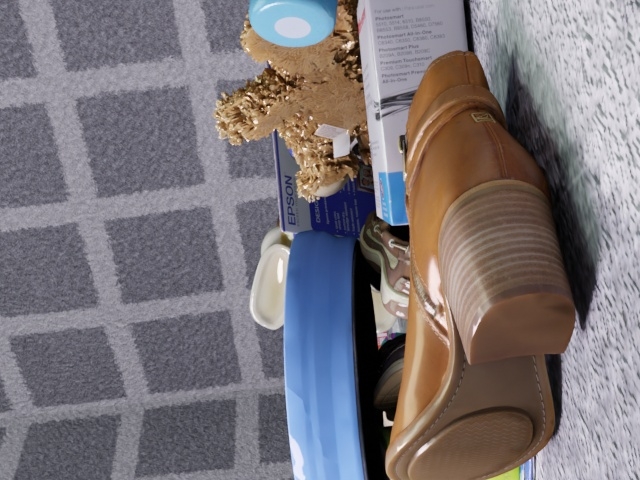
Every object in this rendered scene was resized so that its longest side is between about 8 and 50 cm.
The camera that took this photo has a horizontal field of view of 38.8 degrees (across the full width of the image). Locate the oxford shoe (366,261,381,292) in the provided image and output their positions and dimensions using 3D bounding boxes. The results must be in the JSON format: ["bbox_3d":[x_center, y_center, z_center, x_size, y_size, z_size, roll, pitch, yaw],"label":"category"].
[{"bbox_3d":[0.077,-0.077,1.539,0.130,0.123,0.348,-112,5,-76],"label":"oxford shoe"}]

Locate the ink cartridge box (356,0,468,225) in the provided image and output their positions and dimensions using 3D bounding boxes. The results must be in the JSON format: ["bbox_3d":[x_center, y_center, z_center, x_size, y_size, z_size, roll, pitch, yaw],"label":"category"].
[{"bbox_3d":[0.085,-0.121,0.814,0.148,0.085,0.203,-92,-3,-85],"label":"ink cartridge box"}]

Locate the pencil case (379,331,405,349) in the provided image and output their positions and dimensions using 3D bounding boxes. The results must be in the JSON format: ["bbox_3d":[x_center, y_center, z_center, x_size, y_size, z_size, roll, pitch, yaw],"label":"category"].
[{"bbox_3d":[0.128,0.195,1.444,0.070,0.064,0.152,58,-176,-10],"label":"pencil case"}]

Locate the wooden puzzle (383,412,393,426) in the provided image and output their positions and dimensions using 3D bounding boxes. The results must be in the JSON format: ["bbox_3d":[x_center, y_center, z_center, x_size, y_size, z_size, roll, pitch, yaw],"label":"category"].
[{"bbox_3d":[0.113,0.267,1.477,0.221,0.044,0.239,62,178,26],"label":"wooden puzzle"}]

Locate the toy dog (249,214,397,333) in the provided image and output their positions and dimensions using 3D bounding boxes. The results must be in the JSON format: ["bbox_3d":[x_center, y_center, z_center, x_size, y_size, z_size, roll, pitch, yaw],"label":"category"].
[{"bbox_3d":[0.000,0.000,1.905,0.408,0.284,0.396,-80,-16,-85],"label":"toy dog"}]

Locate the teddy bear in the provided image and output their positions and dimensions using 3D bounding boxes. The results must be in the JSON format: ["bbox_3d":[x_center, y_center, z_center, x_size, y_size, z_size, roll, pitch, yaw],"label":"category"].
[{"bbox_3d":[0.005,-0.176,1.003,0.338,0.245,0.113,36,-156,-50],"label":"teddy bear"}]

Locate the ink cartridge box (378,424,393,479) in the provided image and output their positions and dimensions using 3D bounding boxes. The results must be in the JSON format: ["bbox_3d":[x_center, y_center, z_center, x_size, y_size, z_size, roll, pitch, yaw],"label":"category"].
[{"bbox_3d":[0.133,0.341,1.025,0.189,0.097,0.255,90,172,-85],"label":"ink cartridge box"}]

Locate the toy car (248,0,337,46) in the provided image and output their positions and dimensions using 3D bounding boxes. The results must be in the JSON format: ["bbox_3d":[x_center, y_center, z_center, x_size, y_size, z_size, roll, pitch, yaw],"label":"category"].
[{"bbox_3d":[-0.036,-0.309,0.674,0.238,0.210,0.219,23,-119,-42],"label":"toy car"}]

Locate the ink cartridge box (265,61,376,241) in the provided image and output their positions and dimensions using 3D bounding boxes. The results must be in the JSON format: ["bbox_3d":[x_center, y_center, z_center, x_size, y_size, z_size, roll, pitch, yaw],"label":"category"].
[{"bbox_3d":[0.009,-0.137,1.364,0.307,0.072,0.304,8,-108,-49],"label":"ink cartridge box"}]

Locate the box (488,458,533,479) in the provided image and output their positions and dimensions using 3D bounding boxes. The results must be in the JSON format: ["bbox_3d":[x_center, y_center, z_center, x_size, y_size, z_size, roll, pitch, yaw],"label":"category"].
[{"bbox_3d":[0.139,0.143,0.771,0.178,0.042,0.109,-95,-1,-62],"label":"box"}]

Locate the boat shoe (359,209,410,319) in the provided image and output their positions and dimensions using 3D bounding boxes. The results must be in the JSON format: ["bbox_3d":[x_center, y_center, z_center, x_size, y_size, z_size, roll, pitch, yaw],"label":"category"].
[{"bbox_3d":[0.105,-0.002,1.034,0.257,0.095,0.095,-109,27,-67],"label":"boat shoe"}]

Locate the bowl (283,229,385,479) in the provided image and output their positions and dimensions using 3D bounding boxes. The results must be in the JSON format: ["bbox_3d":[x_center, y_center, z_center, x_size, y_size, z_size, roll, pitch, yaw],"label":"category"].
[{"bbox_3d":[0.027,0.179,1.120,0.391,0.077,0.391,-5,-90,-82],"label":"bowl"}]

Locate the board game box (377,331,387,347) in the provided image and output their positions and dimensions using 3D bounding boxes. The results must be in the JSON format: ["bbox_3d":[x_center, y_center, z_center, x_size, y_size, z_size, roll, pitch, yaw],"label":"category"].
[{"bbox_3d":[0.133,0.197,2.255,0.193,0.045,0.147,86,177,-83],"label":"board game box"}]

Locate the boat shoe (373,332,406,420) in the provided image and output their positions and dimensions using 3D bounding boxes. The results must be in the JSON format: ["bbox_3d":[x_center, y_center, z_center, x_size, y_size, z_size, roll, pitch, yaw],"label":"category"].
[{"bbox_3d":[0.110,0.160,1.122,0.285,0.102,0.092,69,-171,-68],"label":"boat shoe"}]

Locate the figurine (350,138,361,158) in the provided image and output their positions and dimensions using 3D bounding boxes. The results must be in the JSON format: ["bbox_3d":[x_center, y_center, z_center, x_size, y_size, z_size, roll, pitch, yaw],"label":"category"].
[{"bbox_3d":[0.072,-0.255,1.291,0.215,0.092,0.210,87,-179,-68],"label":"figurine"}]

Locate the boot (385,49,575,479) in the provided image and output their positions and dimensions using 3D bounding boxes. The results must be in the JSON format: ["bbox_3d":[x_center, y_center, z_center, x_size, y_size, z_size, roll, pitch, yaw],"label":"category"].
[{"bbox_3d":[0.089,0.030,0.643,0.283,0.109,0.220,89,175,-49],"label":"boot"}]
